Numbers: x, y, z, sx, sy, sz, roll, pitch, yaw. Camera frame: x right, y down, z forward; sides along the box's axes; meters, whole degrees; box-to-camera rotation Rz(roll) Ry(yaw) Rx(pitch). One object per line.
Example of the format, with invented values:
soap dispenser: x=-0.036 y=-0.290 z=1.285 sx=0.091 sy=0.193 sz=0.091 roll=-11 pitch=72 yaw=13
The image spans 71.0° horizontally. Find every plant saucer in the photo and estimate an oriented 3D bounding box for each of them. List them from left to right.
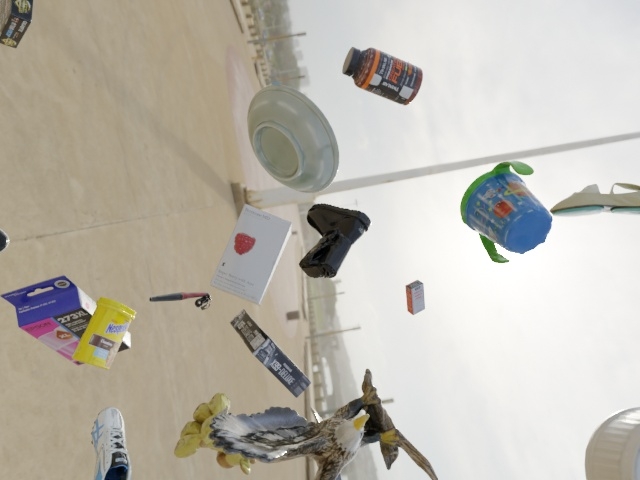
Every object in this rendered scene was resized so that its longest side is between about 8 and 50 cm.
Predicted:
plant saucer: x=-0.124 y=-0.320 z=1.538 sx=0.100 sy=0.400 sz=0.401 roll=-43 pitch=139 yaw=-35

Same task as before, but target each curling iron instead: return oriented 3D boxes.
curling iron: x=-0.512 y=0.221 z=1.672 sx=0.274 sy=0.035 sz=0.068 roll=16 pitch=61 yaw=-55

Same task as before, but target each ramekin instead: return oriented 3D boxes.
ramekin: x=0.624 y=0.423 z=0.771 sx=0.127 sy=0.272 sz=0.273 roll=71 pitch=7 yaw=-64

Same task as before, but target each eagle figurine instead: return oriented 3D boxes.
eagle figurine: x=-0.001 y=0.307 z=0.628 sx=0.226 sy=0.298 sz=0.226 roll=20 pitch=-60 yaw=42

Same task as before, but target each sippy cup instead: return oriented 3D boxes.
sippy cup: x=0.603 y=-0.079 z=1.432 sx=0.305 sy=0.240 sz=0.224 roll=48 pitch=11 yaw=-33

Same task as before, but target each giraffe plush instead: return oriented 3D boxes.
giraffe plush: x=-0.246 y=0.518 z=1.170 sx=0.170 sy=0.210 sz=0.181 roll=47 pitch=42 yaw=-16

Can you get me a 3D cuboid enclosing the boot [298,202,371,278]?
boot: x=0.000 y=0.000 z=1.256 sx=0.246 sy=0.207 sz=0.094 roll=11 pitch=-36 yaw=47

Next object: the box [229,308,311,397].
box: x=-0.184 y=0.391 z=1.584 sx=0.243 sy=0.076 sz=0.307 roll=52 pitch=-13 yaw=-23

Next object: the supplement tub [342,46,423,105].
supplement tub: x=0.158 y=-0.430 z=1.163 sx=0.106 sy=0.197 sz=0.106 roll=-164 pitch=-90 yaw=-74

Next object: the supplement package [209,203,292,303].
supplement package: x=-0.231 y=0.055 z=1.536 sx=0.175 sy=0.177 sz=0.293 roll=114 pitch=-3 yaw=-78

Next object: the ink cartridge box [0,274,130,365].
ink cartridge box: x=-0.720 y=0.243 z=1.301 sx=0.371 sy=0.175 sz=0.069 roll=77 pitch=-6 yaw=-51

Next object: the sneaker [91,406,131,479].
sneaker: x=-0.461 y=0.481 z=1.004 sx=0.085 sy=0.086 sz=0.237 roll=34 pitch=24 yaw=-44

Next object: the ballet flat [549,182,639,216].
ballet flat: x=0.686 y=-0.099 z=1.080 sx=0.086 sy=0.248 sz=0.087 roll=1 pitch=90 yaw=-75

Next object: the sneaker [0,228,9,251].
sneaker: x=-0.739 y=-0.025 z=0.879 sx=0.121 sy=0.216 sz=0.079 roll=8 pitch=-108 yaw=58

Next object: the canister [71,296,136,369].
canister: x=-0.589 y=0.255 z=1.225 sx=0.126 sy=0.073 sz=0.170 roll=75 pitch=30 yaw=-64

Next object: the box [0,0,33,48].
box: x=-0.823 y=-0.663 z=1.213 sx=0.051 sy=0.175 sz=0.221 roll=7 pitch=79 yaw=-45

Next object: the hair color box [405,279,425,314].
hair color box: x=0.412 y=0.248 z=1.948 sx=0.043 sy=0.071 sz=0.141 roll=36 pitch=-39 yaw=53
